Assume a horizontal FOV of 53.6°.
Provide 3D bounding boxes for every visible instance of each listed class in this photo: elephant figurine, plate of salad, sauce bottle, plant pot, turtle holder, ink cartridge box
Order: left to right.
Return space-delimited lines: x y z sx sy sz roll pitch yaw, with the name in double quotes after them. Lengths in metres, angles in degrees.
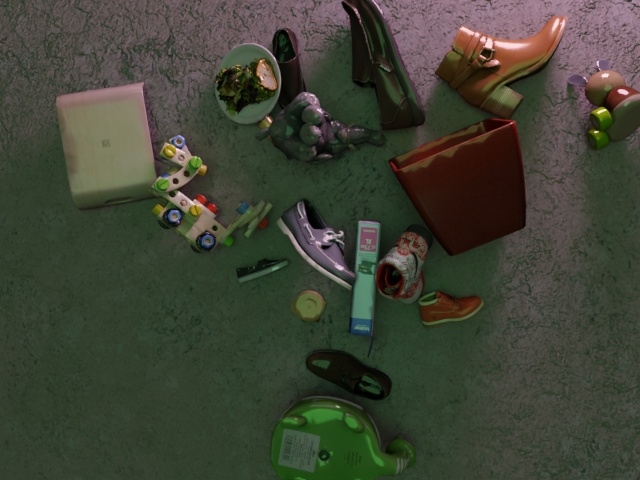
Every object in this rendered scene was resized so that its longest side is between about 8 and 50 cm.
-0.189 -0.392 1.581 0.199 0.048 0.200 4 98 27 "plate of salad"
-0.109 -0.260 1.602 0.042 0.042 0.128 -37 86 7 "sauce bottle"
0.006 -0.252 1.547 0.186 0.239 0.169 47 114 29 "elephant figurine"
0.046 0.476 1.515 0.320 0.227 0.244 -20 88 6 "turtle holder"
0.107 0.108 1.515 0.065 0.186 0.312 2 92 6 "ink cartridge box"
0.330 -0.118 1.457 0.267 0.267 0.236 -22 100 7 "plant pot"

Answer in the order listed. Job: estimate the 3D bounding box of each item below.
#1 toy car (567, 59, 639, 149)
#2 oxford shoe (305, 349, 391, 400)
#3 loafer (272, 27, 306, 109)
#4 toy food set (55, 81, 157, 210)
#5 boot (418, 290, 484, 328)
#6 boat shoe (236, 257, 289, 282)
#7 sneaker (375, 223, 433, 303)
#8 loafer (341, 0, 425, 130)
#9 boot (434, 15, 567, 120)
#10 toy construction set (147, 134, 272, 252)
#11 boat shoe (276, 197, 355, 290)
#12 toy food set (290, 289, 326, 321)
0.670 -0.338 1.484 0.154 0.149 0.189 -27 60 3 "toy car"
0.068 0.333 1.574 0.227 0.096 0.083 17 96 8 "oxford shoe"
-0.088 -0.424 1.575 0.080 0.078 0.220 -11 90 7 "loafer"
-0.543 -0.246 1.642 0.219 0.092 0.307 -10 92 -4 "toy food set"
0.317 0.155 1.543 0.157 0.059 0.085 -17 113 7 "boot"
-0.150 0.069 1.615 0.142 0.049 0.040 -20 89 9 "boat shoe"
0.179 0.094 1.462 0.090 0.270 0.145 30 56 20 "sneaker"
0.128 -0.427 1.521 0.130 0.134 0.366 -24 89 7 "loafer"
0.430 -0.453 1.511 0.220 0.109 0.284 35 103 9 "boot"
-0.291 -0.097 1.587 0.327 0.151 0.215 34 71 -3 "toy construction set"
0.000 0.000 1.489 0.099 0.319 0.116 -50 130 6 "boat shoe"
-0.028 0.169 1.617 0.082 0.020 0.083 38 95 4 "toy food set"
